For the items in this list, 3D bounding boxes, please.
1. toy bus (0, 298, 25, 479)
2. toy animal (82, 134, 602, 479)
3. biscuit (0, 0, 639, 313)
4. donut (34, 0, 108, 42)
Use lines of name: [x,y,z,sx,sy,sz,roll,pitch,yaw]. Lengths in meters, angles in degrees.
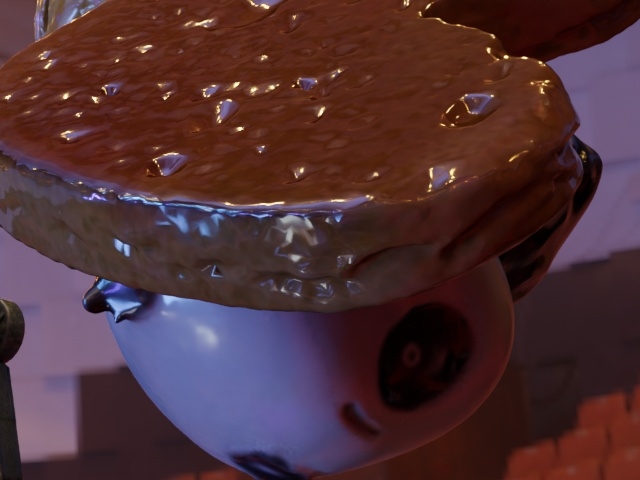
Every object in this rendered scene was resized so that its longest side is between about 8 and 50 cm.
toy bus: [-0.256,0.123,1.178,0.134,0.246,0.113,-30,-31,34]
toy animal: [0.007,-0.005,0.844,0.165,0.187,0.235,-27,15,38]
biscuit: [0.025,-0.062,0.659,0.277,0.052,0.262,-36,31,-33]
donut: [-0.035,-0.164,1.582,0.449,0.449,0.198,-14,7,22]
